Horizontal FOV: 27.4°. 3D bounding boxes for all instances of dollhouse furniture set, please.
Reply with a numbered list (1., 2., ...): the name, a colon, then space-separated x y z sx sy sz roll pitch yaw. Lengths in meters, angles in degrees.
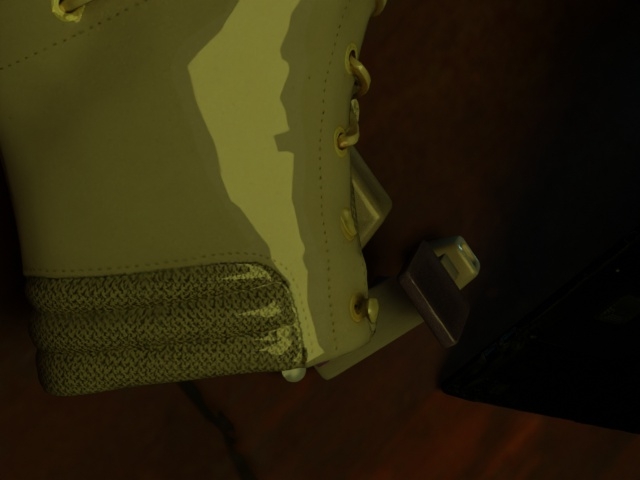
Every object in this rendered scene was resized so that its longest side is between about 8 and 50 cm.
1. dollhouse furniture set: 0.000 0.000 0.556 0.081 0.091 0.114 -32 99 22

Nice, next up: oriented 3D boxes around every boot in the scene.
1. boot: 0.005 -0.067 0.457 0.262 0.095 0.203 -17 102 -17

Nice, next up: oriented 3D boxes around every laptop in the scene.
1. laptop: 0.211 -0.026 0.636 0.234 0.136 0.264 16 135 -34
